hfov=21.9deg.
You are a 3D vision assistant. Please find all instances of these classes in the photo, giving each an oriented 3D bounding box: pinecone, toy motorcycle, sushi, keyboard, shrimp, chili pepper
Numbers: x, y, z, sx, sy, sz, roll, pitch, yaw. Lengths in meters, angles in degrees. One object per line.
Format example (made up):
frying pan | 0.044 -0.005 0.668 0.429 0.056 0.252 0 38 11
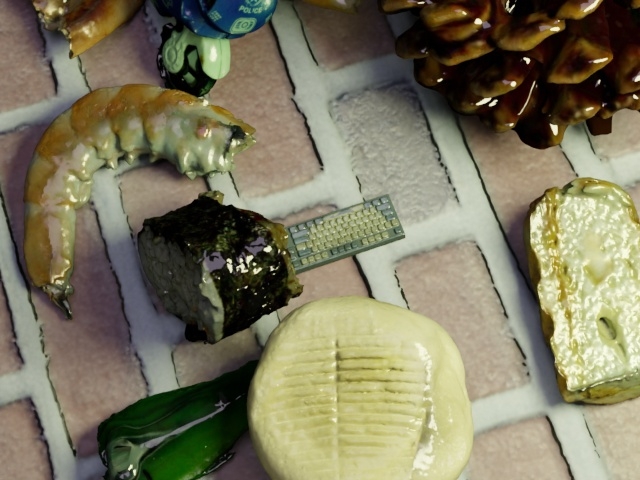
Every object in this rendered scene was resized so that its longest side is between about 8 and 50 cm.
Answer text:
pinecone | 0.260 -0.284 1.715 0.397 0.398 0.398 -1 66 2
toy motorcycle | -0.140 -0.327 1.803 0.125 0.196 0.331 -5 82 -42
sushi | -0.098 0.034 1.672 0.115 0.212 0.147 -21 103 -21
keyboard | 0.000 0.000 1.771 0.176 0.014 0.055 -18 64 -6
shrimp | -0.226 -0.074 1.783 0.287 0.068 0.185 -42 69 -13
chili pepper | -0.129 0.179 1.672 0.216 0.062 0.108 -30 68 -12

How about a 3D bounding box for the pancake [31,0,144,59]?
pancake | -0.261 -0.346 1.898 0.212 0.056 0.257 -26 80 -22

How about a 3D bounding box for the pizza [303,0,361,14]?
pizza | -0.041 -0.375 1.882 0.268 0.087 0.258 13 55 18

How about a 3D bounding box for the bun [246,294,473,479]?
bun | 0.046 0.167 1.630 0.229 0.145 0.229 -3 80 15

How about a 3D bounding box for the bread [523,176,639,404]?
bread | 0.284 0.051 1.702 0.128 0.088 0.232 -13 73 7
